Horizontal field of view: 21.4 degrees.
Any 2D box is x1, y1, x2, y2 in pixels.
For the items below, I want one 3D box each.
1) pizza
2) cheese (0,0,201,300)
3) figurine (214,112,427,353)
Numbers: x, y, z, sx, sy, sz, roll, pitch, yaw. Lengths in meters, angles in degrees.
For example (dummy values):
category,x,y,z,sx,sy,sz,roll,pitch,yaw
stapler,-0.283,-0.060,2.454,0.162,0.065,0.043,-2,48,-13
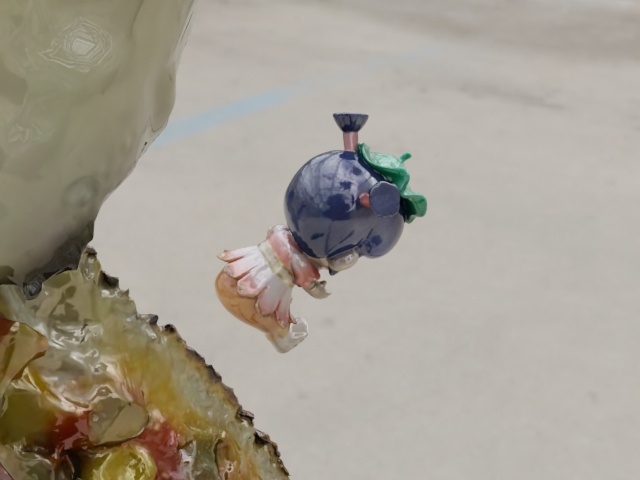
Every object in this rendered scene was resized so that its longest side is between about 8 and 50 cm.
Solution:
category,x,y,z,sx,sy,sz,roll,pitch,yaw
pizza,-0.215,0.046,0.727,0.440,0.406,0.130,14,57,3
cheese,-0.180,-0.089,0.468,0.318,0.326,0.115,5,11,-16
figurine,0.000,0.000,1.334,0.102,0.195,0.111,29,21,-49
